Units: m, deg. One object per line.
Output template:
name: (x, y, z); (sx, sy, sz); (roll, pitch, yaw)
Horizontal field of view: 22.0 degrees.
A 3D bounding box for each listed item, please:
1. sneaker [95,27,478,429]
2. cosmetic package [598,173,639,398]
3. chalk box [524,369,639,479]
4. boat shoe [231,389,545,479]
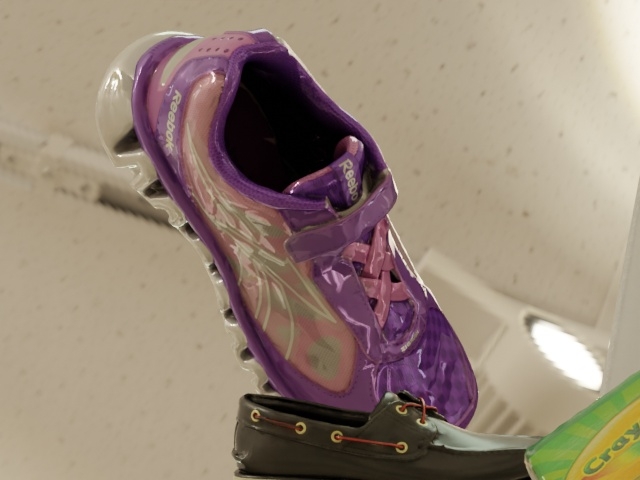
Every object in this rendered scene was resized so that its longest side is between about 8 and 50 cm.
sneaker: (0.000, 0.000, 0.736); (0.236, 0.095, 0.104); (54, -33, -11)
cosmetic package: (0.250, 0.079, 0.947); (0.162, 0.453, 0.230); (8, -43, 14)
chalk box: (0.143, 0.078, 0.361); (0.132, 0.213, 0.132); (-37, -71, 7)
boat shoe: (0.029, 0.081, 0.652); (0.133, 0.049, 0.042); (1, -89, 13)
